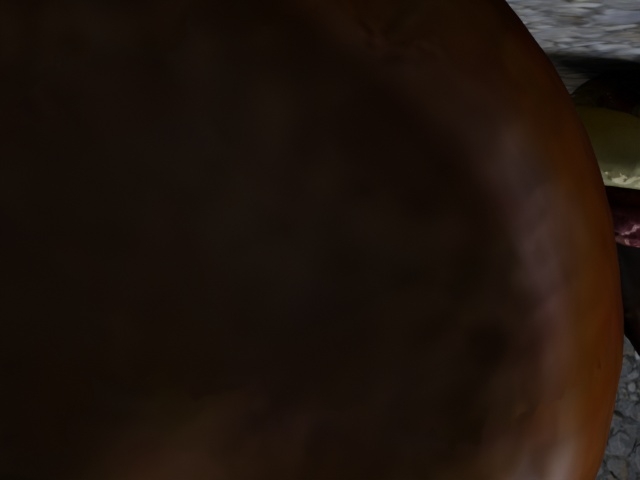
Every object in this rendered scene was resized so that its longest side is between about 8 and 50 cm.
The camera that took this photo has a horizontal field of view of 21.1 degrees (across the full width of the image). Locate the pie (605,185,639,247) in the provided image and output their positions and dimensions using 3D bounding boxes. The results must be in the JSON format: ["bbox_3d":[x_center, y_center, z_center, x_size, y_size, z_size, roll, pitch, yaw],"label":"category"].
[{"bbox_3d":[0.275,-0.044,1.274,0.182,0.050,0.182,-6,-155,3],"label":"pie"}]

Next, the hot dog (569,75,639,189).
[{"bbox_3d":[0.207,-0.068,1.108,0.084,0.073,0.242,4,-178,25],"label":"hot dog"}]

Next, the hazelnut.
[{"bbox_3d":[-0.067,0.015,0.610,0.372,0.315,0.372,-7,-155,3],"label":"hazelnut"}]

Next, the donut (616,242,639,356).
[{"bbox_3d":[0.328,0.032,1.517,0.103,0.270,0.269,-36,157,30],"label":"donut"}]
